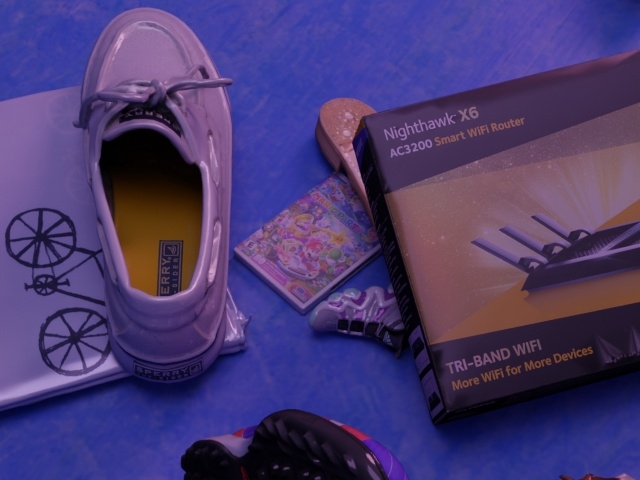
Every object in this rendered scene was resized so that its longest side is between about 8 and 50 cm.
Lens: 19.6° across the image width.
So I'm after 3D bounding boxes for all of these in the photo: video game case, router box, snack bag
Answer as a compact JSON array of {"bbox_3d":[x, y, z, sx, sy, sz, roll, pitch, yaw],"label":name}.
[{"bbox_3d":[0.000,0.000,1.562,0.122,0.011,0.087,-38,60,-23],"label":"video game case"},{"bbox_3d":[0.205,-0.012,1.467,0.309,0.081,0.243,-15,78,-8],"label":"router box"},{"bbox_3d":[-0.263,0.005,1.555,0.343,0.037,0.323,-15,55,-12],"label":"snack bag"}]

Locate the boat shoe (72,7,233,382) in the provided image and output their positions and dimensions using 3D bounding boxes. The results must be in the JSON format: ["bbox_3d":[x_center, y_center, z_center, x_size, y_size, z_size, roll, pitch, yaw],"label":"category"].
[{"bbox_3d":[-0.137,-0.078,1.500,0.136,0.156,0.367,-1,54,-3],"label":"boat shoe"}]

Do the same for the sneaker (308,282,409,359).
[{"bbox_3d":[0.044,0.070,1.491,0.098,0.038,0.069,-17,54,-10],"label":"sneaker"}]

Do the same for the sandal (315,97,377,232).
[{"bbox_3d":[0.077,-0.056,1.549,0.088,0.079,0.240,-19,53,-30],"label":"sandal"}]

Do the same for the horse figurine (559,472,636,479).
[{"bbox_3d":[0.288,0.258,1.328,0.175,0.066,0.263,-6,51,-9],"label":"horse figurine"}]

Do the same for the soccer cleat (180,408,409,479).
[{"bbox_3d":[0.004,0.164,1.277,0.116,0.318,0.108,-10,86,-23],"label":"soccer cleat"}]
